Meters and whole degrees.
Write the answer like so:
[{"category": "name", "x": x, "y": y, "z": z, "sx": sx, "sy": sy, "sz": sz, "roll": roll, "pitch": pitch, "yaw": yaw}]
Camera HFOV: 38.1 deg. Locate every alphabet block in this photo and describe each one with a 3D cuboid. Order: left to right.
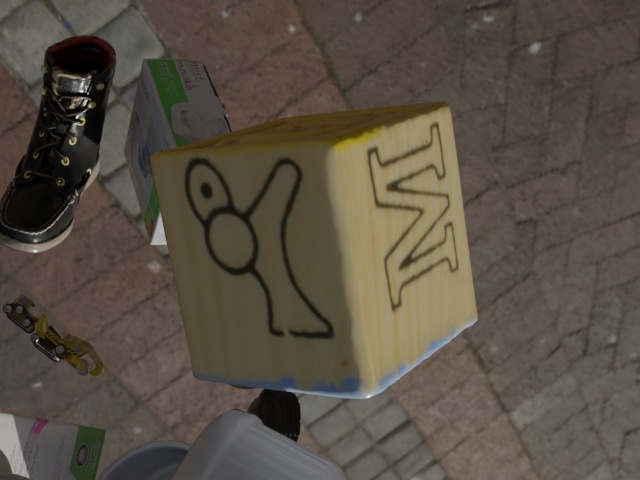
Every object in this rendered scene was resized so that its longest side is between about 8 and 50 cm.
[{"category": "alphabet block", "x": 0.000, "y": 0.000, "z": 0.779, "sx": 0.193, "sy": 0.192, "sz": 0.197, "roll": -25, "pitch": 111, "yaw": -52}]

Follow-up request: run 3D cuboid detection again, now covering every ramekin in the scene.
[{"category": "ramekin", "x": -0.064, "y": 0.300, "z": 0.829, "sx": 0.273, "sy": 0.127, "sz": 0.273, "roll": 16, "pitch": 90, "yaw": -76}]

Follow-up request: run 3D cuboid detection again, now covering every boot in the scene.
[{"category": "boot", "x": -0.462, "y": -0.177, "z": 1.633, "sx": 0.138, "sy": 0.377, "sz": 0.284, "roll": 19, "pitch": 122, "yaw": -2}, {"category": "boot", "x": -0.094, "y": 0.329, "z": 1.263, "sx": 0.083, "sy": 0.247, "sz": 0.161, "roll": 26, "pitch": 132, "yaw": -24}]

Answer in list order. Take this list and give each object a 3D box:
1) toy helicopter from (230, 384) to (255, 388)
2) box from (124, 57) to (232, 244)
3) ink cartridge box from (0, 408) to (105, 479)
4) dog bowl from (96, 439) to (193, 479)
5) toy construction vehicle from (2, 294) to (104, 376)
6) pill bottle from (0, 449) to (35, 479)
[{"category": "toy helicopter", "x": 0.009, "y": 0.090, "z": 1.223, "sx": 0.235, "sy": 0.140, "sz": 0.355, "roll": 32, "pitch": 119, "yaw": -34}, {"category": "box", "x": -0.260, "y": -0.163, "z": 1.706, "sx": 0.126, "sy": 0.262, "sz": 0.231, "roll": -3, "pitch": 139, "yaw": -26}, {"category": "ink cartridge box", "x": -0.478, "y": 0.339, "z": 1.305, "sx": 0.353, "sy": 0.119, "sz": 0.207, "roll": 35, "pitch": 62, "yaw": -59}, {"category": "dog bowl", "x": -0.237, "y": 0.451, "z": 1.433, "sx": 0.265, "sy": 0.265, "sz": 0.104, "roll": -38, "pitch": 146, "yaw": -2}, {"category": "toy construction vehicle", "x": -0.255, "y": 0.094, "z": 0.902, "sx": 0.035, "sy": 0.098, "sz": 0.086, "roll": -52, "pitch": 172, "yaw": -21}, {"category": "pill bottle", "x": -0.353, "y": 0.222, "z": 0.790, "sx": 0.136, "sy": 0.245, "sz": 0.137, "roll": 14, "pitch": 90, "yaw": -74}]
